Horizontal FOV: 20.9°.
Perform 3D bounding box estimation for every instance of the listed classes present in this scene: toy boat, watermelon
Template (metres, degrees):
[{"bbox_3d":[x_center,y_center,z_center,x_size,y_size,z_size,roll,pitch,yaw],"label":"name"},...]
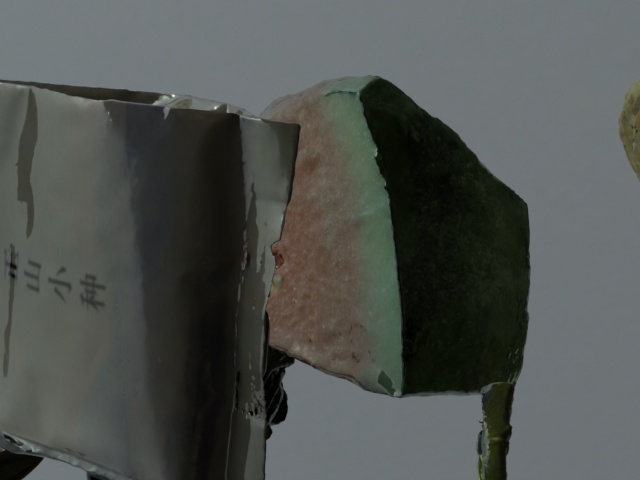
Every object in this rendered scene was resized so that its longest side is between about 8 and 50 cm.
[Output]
[{"bbox_3d":[0.077,0.124,0.755,0.016,0.063,0.115,0,-118,3],"label":"toy boat"},{"bbox_3d":[0.000,0.000,1.125,0.140,0.256,0.193,3,-93,-45],"label":"watermelon"}]

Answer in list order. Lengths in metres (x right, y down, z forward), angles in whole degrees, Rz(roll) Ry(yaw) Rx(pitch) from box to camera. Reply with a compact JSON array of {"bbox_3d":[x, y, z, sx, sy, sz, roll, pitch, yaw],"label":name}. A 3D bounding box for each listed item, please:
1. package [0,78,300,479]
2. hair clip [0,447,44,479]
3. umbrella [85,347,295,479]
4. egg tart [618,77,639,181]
[{"bbox_3d":[-0.123,0.021,0.909,0.062,0.251,0.204,-15,-68,-59],"label":"package"},{"bbox_3d":[-0.306,0.229,1.206,0.084,0.292,0.106,42,-166,-28],"label":"hair clip"},{"bbox_3d":[-0.137,0.125,1.300,0.122,0.272,0.110,46,-128,-28],"label":"umbrella"},{"bbox_3d":[0.406,-0.050,1.503,0.319,0.319,0.128,25,-118,-20],"label":"egg tart"}]
